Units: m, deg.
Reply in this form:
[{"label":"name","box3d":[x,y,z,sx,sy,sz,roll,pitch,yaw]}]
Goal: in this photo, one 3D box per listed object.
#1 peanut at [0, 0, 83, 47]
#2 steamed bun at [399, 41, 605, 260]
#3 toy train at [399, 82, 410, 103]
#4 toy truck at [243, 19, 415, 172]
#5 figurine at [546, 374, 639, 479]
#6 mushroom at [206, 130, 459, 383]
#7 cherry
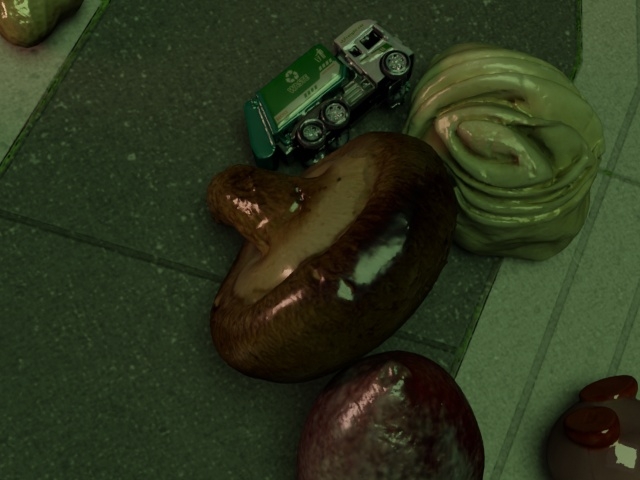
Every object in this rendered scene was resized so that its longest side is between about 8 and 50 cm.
[{"label":"peanut","box3d":[-0.355,-0.354,1.193,0.104,0.085,0.228,31,70,-15]},{"label":"steamed bun","box3d":[0.257,-0.136,1.226,0.275,0.203,0.289,6,74,-12]},{"label":"toy train","box3d":[0.085,-0.221,1.298,0.092,0.029,0.045,7,82,-13]},{"label":"toy truck","box3d":[0.007,-0.187,1.216,0.253,0.114,0.124,-42,79,-8]},{"label":"figurine","box3d":[0.381,0.286,1.174,0.173,0.173,0.173,3,76,-13]},{"label":"mushroom","box3d":[0.018,0.014,1.082,0.239,0.345,0.345,19,70,-39]},{"label":"cherry","box3d":[0.083,0.251,1.069,0.230,0.300,0.203,-12,35,-16]}]
